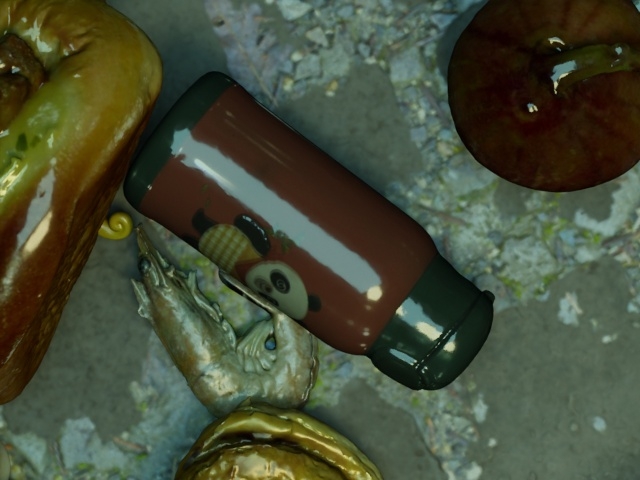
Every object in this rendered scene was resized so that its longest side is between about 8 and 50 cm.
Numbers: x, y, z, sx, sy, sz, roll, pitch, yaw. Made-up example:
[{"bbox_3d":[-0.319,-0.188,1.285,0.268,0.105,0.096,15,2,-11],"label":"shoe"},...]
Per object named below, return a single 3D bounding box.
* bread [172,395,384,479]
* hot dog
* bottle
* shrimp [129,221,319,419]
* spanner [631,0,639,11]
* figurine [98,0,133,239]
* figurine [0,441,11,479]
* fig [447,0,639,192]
[{"bbox_3d":[-0.051,0.265,1.702,0.198,0.120,0.236,32,97,-5],"label":"bread"},{"bbox_3d":[-0.288,-0.013,1.613,0.185,0.223,0.405,28,118,2],"label":"hot dog"},{"bbox_3d":[0.000,0.000,1.700,0.336,0.144,0.144,35,91,3],"label":"bottle"},{"bbox_3d":[-0.087,0.067,1.751,0.126,0.047,0.223,-35,93,-5],"label":"shrimp"},{"bbox_3d":[0.328,-0.305,1.752,0.054,0.015,0.254,15,89,6],"label":"spanner"},{"bbox_3d":[-0.230,-0.116,1.734,0.156,0.131,0.246,12,108,42],"label":"figurine"},{"bbox_3d":[-0.259,0.285,1.717,0.155,0.127,0.235,0,85,22],"label":"figurine"},{"bbox_3d":[0.208,-0.138,1.669,0.205,0.205,0.205,0,88,3],"label":"fig"}]
